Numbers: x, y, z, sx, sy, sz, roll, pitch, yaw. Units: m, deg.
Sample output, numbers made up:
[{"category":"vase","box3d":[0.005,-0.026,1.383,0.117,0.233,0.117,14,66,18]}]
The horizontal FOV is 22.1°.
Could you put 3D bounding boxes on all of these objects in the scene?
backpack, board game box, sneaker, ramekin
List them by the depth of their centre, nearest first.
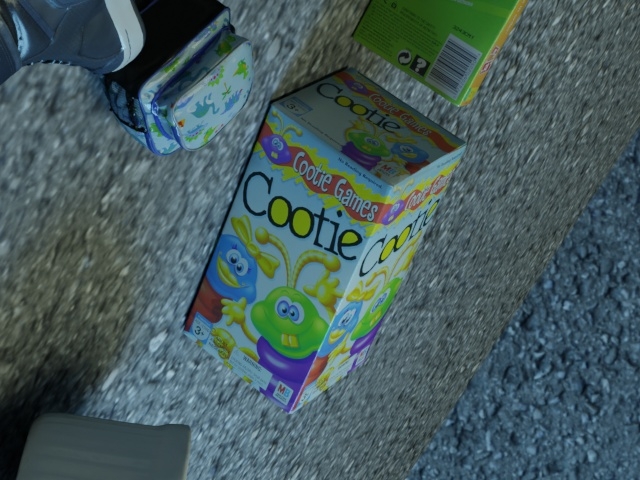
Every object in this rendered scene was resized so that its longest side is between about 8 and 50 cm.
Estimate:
[{"category":"sneaker","box3d":[-0.187,-0.120,0.951,0.163,0.086,0.226,-39,171,-11]},{"category":"backpack","box3d":[-0.101,-0.114,1.173,0.105,0.084,0.114,-46,164,-18]},{"category":"ramekin","box3d":[-0.204,0.277,1.376,0.277,0.135,0.277,-167,-90,-83]},{"category":"board game box","box3d":[0.141,-0.262,1.462,0.039,0.124,0.259,-22,144,-62]},{"category":"board game box","box3d":[0.000,0.000,1.547,0.142,0.144,0.275,-30,150,-52]}]
